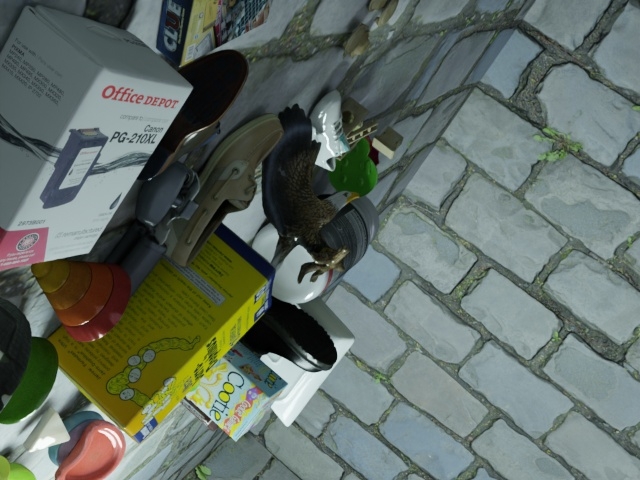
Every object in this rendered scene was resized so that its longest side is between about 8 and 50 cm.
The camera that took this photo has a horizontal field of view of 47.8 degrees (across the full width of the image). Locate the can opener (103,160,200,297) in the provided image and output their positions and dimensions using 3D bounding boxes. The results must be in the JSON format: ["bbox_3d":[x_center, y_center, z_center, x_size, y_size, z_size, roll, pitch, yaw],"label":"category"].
[{"bbox_3d":[-0.285,-0.002,1.089,0.283,0.076,0.095,-52,137,7],"label":"can opener"}]

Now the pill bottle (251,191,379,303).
[{"bbox_3d":[0.000,0.000,1.834,0.210,0.210,0.363,-58,168,32],"label":"pill bottle"}]

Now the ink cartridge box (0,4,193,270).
[{"bbox_3d":[-0.260,-0.096,0.727,0.237,0.100,0.172,-54,170,16],"label":"ink cartridge box"}]

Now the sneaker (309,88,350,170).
[{"bbox_3d":[0.025,-0.224,1.495,0.080,0.094,0.212,-44,167,-27],"label":"sneaker"}]

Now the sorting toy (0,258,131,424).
[{"bbox_3d":[-0.425,0.150,0.969,0.365,0.127,0.126,-47,140,-5],"label":"sorting toy"}]

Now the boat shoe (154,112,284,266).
[{"bbox_3d":[-0.154,-0.085,1.203,0.302,0.098,0.109,-48,169,-17],"label":"boat shoe"}]

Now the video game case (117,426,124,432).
[{"bbox_3d":[-0.390,0.312,1.522,0.143,0.019,0.157,-49,-148,-10],"label":"video game case"}]

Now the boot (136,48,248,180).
[{"bbox_3d":[-0.164,-0.171,0.938,0.219,0.082,0.106,-38,-175,22],"label":"boot"}]

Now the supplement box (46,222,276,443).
[{"bbox_3d":[-0.267,0.146,1.261,0.356,0.195,0.194,-46,168,-21],"label":"supplement box"}]

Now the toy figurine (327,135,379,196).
[{"bbox_3d":[0.103,-0.220,1.874,0.159,0.130,0.173,-59,156,-58],"label":"toy figurine"}]

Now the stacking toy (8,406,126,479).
[{"bbox_3d":[-0.565,0.448,1.430,0.309,0.130,0.279,-51,144,-17],"label":"stacking toy"}]

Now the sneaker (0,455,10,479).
[{"bbox_3d":[-0.549,0.363,1.139,0.094,0.081,0.208,-53,169,0],"label":"sneaker"}]

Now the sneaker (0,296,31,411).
[{"bbox_3d":[-0.507,0.215,0.801,0.410,0.158,0.182,-48,-160,-25],"label":"sneaker"}]

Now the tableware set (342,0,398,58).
[{"bbox_3d":[0.093,-0.408,1.357,0.168,0.020,0.141,-53,171,6],"label":"tableware set"}]

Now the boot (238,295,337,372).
[{"bbox_3d":[-0.139,0.279,1.857,0.131,0.348,0.260,-23,146,-56],"label":"boot"}]

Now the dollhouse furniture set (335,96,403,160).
[{"bbox_3d":[0.088,-0.202,1.643,0.101,0.161,0.182,-47,168,-17],"label":"dollhouse furniture set"}]

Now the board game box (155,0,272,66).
[{"bbox_3d":[-0.095,-0.324,0.798,0.165,0.042,0.243,-41,166,-40],"label":"board game box"}]

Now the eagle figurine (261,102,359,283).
[{"bbox_3d":[-0.035,-0.075,1.386,0.225,0.298,0.226,-15,163,-47],"label":"eagle figurine"}]

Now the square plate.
[{"bbox_3d":[-0.113,0.266,1.953,0.049,0.347,0.344,0,131,-53],"label":"square plate"}]

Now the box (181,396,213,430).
[{"bbox_3d":[-0.314,0.418,2.049,0.167,0.168,0.203,-48,168,-18],"label":"box"}]

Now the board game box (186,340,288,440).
[{"bbox_3d":[-0.242,0.323,1.743,0.142,0.275,0.144,-53,169,12],"label":"board game box"}]
